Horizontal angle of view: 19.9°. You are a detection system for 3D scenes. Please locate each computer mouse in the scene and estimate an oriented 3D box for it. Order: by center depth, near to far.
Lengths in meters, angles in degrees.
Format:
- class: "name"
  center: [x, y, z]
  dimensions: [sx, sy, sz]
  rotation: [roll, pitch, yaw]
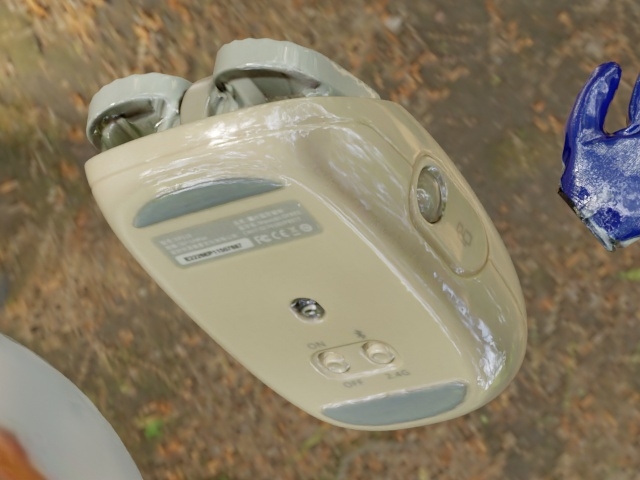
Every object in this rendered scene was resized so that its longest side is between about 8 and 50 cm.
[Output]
- class: "computer mouse"
  center: [0.000, 0.000, 0.821]
  dimensions: [0.145, 0.082, 0.236]
  rotation: [-15, 135, 33]

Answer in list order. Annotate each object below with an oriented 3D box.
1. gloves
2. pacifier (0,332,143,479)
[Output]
- class: "gloves"
  center: [0.118, -0.038, 0.639]
  dimensions: [0.086, 0.026, 0.064]
  rotation: [-36, 81, -7]
- class: "pacifier"
  center: [-0.140, 0.124, 0.333]
  dimensions: [0.244, 0.299, 0.233]
  rotation: [35, 112, -20]
